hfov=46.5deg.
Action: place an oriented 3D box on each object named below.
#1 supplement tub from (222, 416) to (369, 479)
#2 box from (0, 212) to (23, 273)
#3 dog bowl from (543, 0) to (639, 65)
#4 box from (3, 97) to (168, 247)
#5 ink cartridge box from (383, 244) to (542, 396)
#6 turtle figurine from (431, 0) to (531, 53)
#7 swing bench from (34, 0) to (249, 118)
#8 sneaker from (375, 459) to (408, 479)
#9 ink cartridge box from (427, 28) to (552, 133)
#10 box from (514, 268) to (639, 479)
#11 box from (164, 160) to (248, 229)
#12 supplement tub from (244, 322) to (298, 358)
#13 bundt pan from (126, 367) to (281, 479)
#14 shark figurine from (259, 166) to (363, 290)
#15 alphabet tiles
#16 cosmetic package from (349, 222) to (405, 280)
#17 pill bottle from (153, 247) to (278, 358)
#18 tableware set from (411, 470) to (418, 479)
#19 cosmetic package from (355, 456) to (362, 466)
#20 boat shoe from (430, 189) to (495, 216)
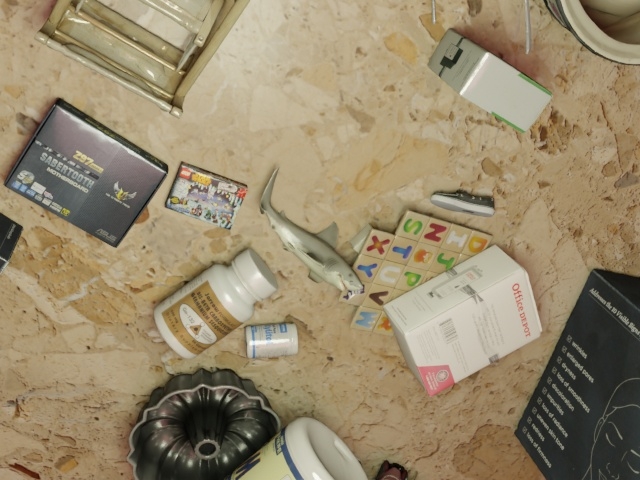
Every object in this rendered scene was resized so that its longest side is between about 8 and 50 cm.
[{"bbox_3d":[-0.083,0.540,1.500,0.325,0.235,0.235,-42,115,9],"label":"supplement tub"},{"bbox_3d":[-0.654,-0.013,1.317,0.207,0.153,0.108,39,103,-23],"label":"box"},{"bbox_3d":[0.556,-0.526,1.307,0.408,0.150,0.408,-7,117,-13],"label":"dog bowl"},{"bbox_3d":[-0.425,-0.120,1.364,0.233,0.059,0.183,33,103,-22],"label":"box"},{"bbox_3d":[0.304,0.171,1.582,0.283,0.117,0.207,-28,124,-5],"label":"ink cartridge box"},{"bbox_3d":[0.271,-0.506,1.272,0.275,0.198,0.266,29,91,-32],"label":"turtle figurine"},{"bbox_3d":[-0.284,-0.380,1.220,0.253,0.165,0.254,28,112,-22],"label":"swing bench"},{"bbox_3d":[0.162,0.630,1.805,0.106,0.162,0.281,22,145,8],"label":"sneaker"},{"bbox_3d":[0.299,-0.292,1.345,0.153,0.208,0.087,25,110,-20],"label":"ink cartridge box"},{"bbox_3d":[0.717,0.387,1.586,0.297,0.480,0.471,9,113,-17],"label":"box"},{"bbox_3d":[-0.220,-0.085,1.438,0.137,0.027,0.094,19,108,-18],"label":"box"},{"bbox_3d":[-0.105,0.211,1.573,0.107,0.071,0.071,-4,115,-10],"label":"supplement tub"},{"bbox_3d":[-0.247,0.414,1.609,0.331,0.124,0.330,-4,115,-10],"label":"bundt pan"},{"bbox_3d":[-0.021,-0.015,1.489,0.278,0.166,0.116,45,74,-8],"label":"shark figurine"},{"bbox_3d":[0.214,0.087,1.575,0.343,0.011,0.285,14,111,-28],"label":"alphabet tiles"},{"bbox_3d":[0.121,0.024,1.546,0.060,0.041,0.115,-43,115,8],"label":"cosmetic package"},{"bbox_3d":[-0.204,0.122,1.478,0.229,0.131,0.131,-35,116,6],"label":"pill bottle"},{"bbox_3d":[0.217,0.632,1.755,0.039,0.194,0.128,14,94,16],"label":"tableware set"},{"bbox_3d":[-0.004,0.586,1.719,0.151,0.151,0.183,30,105,-22],"label":"cosmetic package"},{"bbox_3d":[0.293,-0.081,1.534,0.142,0.049,0.040,12,78,-14],"label":"boat shoe"}]
